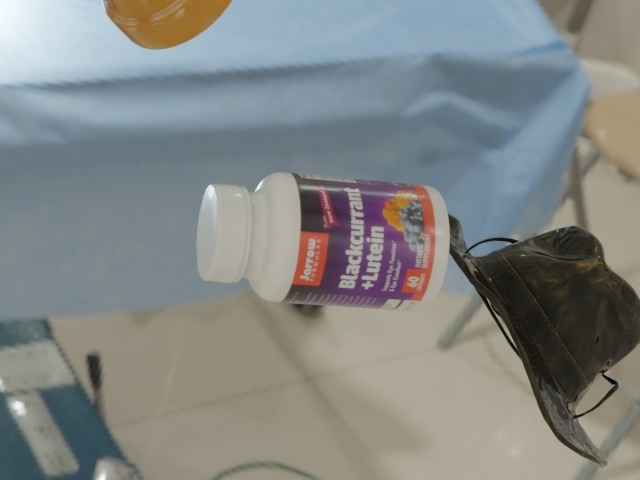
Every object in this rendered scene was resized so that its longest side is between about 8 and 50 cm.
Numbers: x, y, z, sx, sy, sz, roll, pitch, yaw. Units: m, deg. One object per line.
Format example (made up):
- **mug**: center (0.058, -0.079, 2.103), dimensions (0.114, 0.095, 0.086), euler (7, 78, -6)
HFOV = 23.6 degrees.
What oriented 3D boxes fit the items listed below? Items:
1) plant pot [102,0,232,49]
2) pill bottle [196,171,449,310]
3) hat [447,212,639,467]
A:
- **plant pot**: center (-0.235, -0.392, 2.045), dimensions (0.188, 0.205, 0.205), euler (44, 8, -47)
- **pill bottle**: center (0.000, 0.000, 1.265), dimensions (0.193, 0.108, 0.108), euler (4, 36, -16)
- **hat**: center (0.240, 0.068, 1.498), dimensions (0.331, 0.134, 0.331), euler (57, 8, -12)
